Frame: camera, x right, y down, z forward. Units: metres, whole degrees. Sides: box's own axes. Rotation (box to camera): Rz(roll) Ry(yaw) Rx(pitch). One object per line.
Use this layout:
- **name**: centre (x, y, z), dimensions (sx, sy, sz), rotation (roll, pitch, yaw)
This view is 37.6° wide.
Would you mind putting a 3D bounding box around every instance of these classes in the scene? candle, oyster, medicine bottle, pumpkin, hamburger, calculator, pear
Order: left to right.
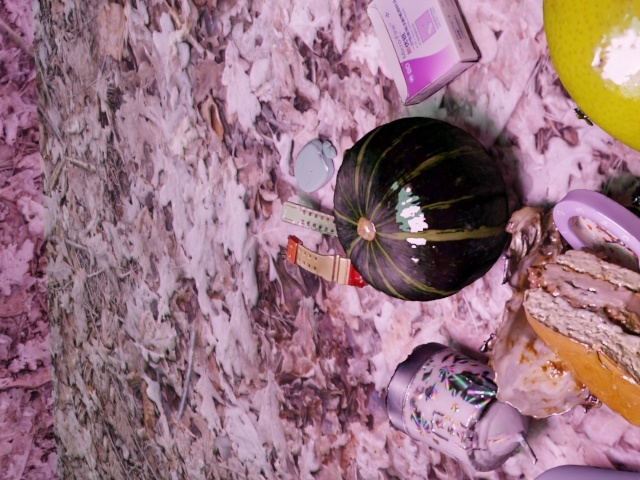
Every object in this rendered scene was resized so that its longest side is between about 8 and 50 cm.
- **calculator**: centre (-0.012, -0.158, 1.971), dimensions (0.095, 0.021, 0.153), rotation (63, 145, 13)
- **pumpkin**: centre (0.164, -0.052, 1.600), dimensions (0.323, 0.241, 0.323), rotation (18, 115, 46)
- **medicine bottle**: centre (0.175, -0.360, 1.630), dimensions (0.171, 0.052, 0.201), rotation (-30, 78, 53)
- **candle**: centre (0.273, 0.305, 1.639), dimensions (0.330, 0.187, 0.187), rotation (20, 119, 46)
- **oyster**: centre (0.346, 0.113, 1.495), dimensions (0.198, 0.133, 0.337), rotation (-10, 91, 17)
- **hamburger**: centre (0.432, 0.150, 1.327), dimensions (0.282, 0.155, 0.245), rotation (15, 140, 56)
- **pear**: centre (0.452, -0.291, 1.147), dimensions (0.318, 0.238, 0.342), rotation (-36, 74, 60)

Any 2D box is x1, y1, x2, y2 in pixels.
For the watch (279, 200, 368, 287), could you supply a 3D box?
- **watch**: centre (0.003, 0.004, 1.876), dimensions (0.268, 0.165, 0.102), rotation (20, 120, 23)

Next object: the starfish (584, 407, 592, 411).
- **starfish**: centre (0.443, 0.233, 1.524), dimensions (0.078, 0.028, 0.091), rotation (59, 138, 10)

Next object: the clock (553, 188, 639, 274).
- **clock**: centre (0.441, 0.002, 1.371), dimensions (0.198, 0.064, 0.172), rotation (52, 161, -15)

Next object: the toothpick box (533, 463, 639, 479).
- **toothpick box**: centre (0.441, 0.472, 1.425), dimensions (0.355, 0.263, 0.263), rotation (-9, 96, 54)

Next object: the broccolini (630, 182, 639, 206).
- **broccolini**: centre (0.478, -0.130, 1.314), dimensions (0.058, 0.074, 0.201), rotation (-153, 57, -65)
